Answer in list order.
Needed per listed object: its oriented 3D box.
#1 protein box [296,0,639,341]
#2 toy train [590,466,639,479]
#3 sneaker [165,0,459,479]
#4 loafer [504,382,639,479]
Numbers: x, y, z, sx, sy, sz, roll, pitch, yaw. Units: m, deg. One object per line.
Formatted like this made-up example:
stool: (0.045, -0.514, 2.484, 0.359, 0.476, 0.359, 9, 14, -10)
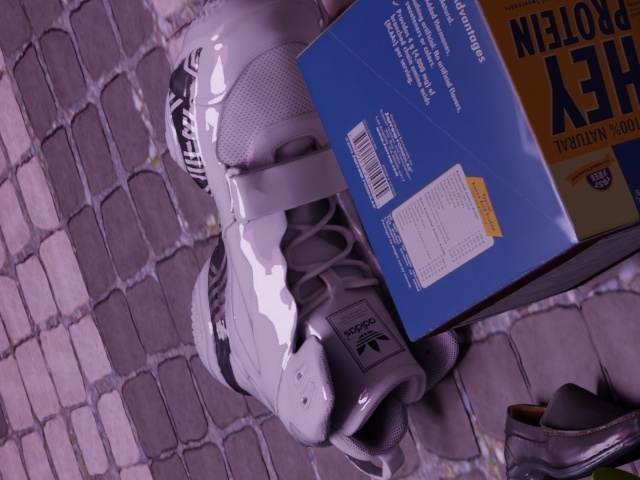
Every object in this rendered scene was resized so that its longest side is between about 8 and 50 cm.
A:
protein box: (0.115, -0.073, 1.168, 0.201, 0.136, 0.199, -37, 73, 59)
toy train: (0.164, 0.200, 1.209, 0.248, 0.105, 0.143, 46, 124, 53)
sneaker: (0.000, 0.000, 1.406, 0.210, 0.137, 0.365, 40, 142, 42)
loafer: (0.165, 0.122, 1.265, 0.170, 0.062, 0.061, -31, 73, 58)
